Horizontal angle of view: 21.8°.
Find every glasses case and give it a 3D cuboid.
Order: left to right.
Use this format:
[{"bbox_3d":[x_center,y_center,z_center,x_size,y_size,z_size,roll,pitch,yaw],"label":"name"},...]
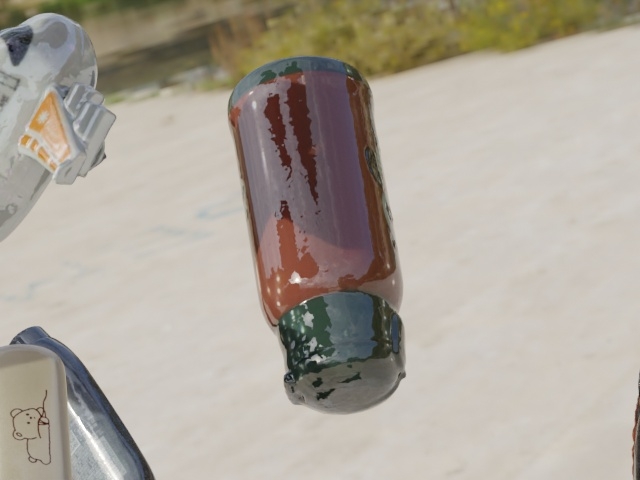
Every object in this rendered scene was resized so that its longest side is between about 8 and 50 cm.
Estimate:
[{"bbox_3d":[-0.277,0.188,1.560,0.083,0.196,0.050,3,-37,-20],"label":"glasses case"}]

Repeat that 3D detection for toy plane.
[{"bbox_3d":[-0.275,-0.086,1.396,0.245,0.244,0.117,-7,-29,37],"label":"toy plane"}]

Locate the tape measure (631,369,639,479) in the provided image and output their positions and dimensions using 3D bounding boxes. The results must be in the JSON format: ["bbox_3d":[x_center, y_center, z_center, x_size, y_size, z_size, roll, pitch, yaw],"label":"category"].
[{"bbox_3d":[0.229,0.137,0.821,0.135,0.222,0.202,-10,-12,29],"label":"tape measure"}]

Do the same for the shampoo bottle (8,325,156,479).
[{"bbox_3d":[-0.255,0.191,1.746,0.087,0.233,0.049,-49,-26,25],"label":"shampoo bottle"}]

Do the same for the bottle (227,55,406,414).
[{"bbox_3d":[0.000,0.000,1.543,0.144,0.336,0.144,-7,-30,-4],"label":"bottle"}]
